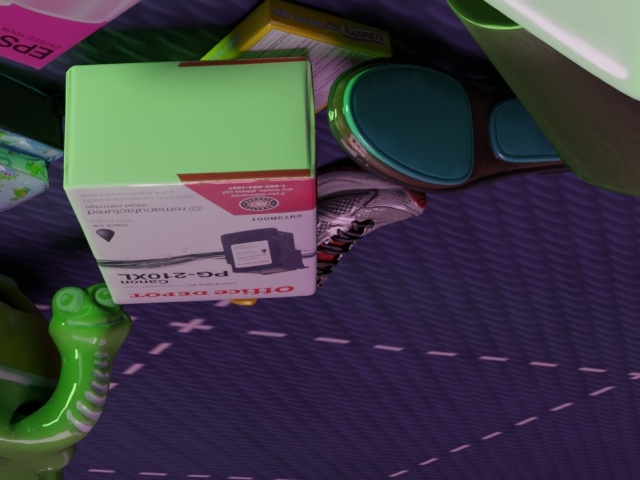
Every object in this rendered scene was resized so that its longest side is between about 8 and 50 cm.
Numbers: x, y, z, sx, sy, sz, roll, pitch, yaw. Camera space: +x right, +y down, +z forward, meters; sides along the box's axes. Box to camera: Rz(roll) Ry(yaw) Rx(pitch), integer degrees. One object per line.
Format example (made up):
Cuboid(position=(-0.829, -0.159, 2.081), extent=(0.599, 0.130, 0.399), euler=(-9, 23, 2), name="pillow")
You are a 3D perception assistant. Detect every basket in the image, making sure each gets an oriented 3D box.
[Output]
Cuboid(position=(0.185, -0.139, 0.862), extent=(0.204, 0.154, 0.227), euler=(-8, 156, 34), name="basket")

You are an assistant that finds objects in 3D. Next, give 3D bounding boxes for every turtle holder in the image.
Cuboid(position=(-0.349, 0.138, 1.334), extent=(0.243, 0.227, 0.320), euler=(9, 154, -29), name="turtle holder")

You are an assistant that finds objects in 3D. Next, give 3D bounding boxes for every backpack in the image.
Cuboid(position=(-0.257, -0.070, 1.026), extent=(0.114, 0.084, 0.105), euler=(-20, 151, 40), name="backpack")

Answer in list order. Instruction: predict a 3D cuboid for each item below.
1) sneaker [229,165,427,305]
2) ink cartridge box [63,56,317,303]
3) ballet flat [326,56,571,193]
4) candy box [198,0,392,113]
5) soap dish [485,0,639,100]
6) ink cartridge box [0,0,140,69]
Cuboid(position=(0.000, 0.000, 1.237), extent=(0.225, 0.092, 0.088), euler=(-21, 153, 34), name="sneaker")
Cuboid(position=(-0.088, -0.037, 1.044), extent=(0.172, 0.100, 0.237), euler=(-2, 158, -1), name="ink cartridge box")
Cuboid(position=(0.098, -0.078, 1.040), extent=(0.280, 0.095, 0.096), euler=(2, 173, -37), name="ballet flat")
Cuboid(position=(-0.049, -0.113, 1.035), extent=(0.105, 0.027, 0.206), euler=(8, 155, -34), name="candy box")
Cuboid(position=(0.107, -0.175, 0.584), extent=(0.291, 0.118, 0.229), euler=(31, 177, -12), name="soap dish")
Cuboid(position=(-0.176, -0.187, 0.788), extent=(0.176, 0.069, 0.371), euler=(17, 152, -42), name="ink cartridge box")
